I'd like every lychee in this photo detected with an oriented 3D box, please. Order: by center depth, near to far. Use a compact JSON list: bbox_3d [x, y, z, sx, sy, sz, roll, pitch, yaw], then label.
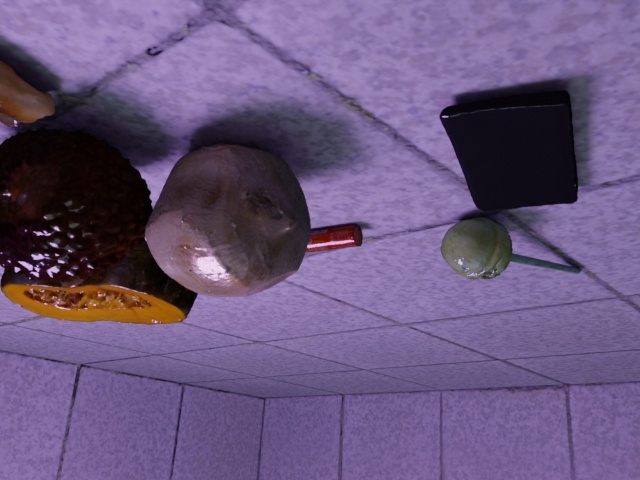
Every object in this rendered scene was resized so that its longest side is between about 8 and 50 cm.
[{"bbox_3d":[-0.289,-0.041,0.740,0.188,0.188,0.188,3,160,1],"label":"lychee"}]

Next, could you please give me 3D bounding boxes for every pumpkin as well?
[{"bbox_3d":[-0.342,0.058,1.049,0.317,0.139,0.222,-3,156,14],"label":"pumpkin"}]

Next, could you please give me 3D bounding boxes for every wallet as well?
[{"bbox_3d":[0.215,-0.091,0.710,0.124,0.025,0.244,-5,159,22],"label":"wallet"}]

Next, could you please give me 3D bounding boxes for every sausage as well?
[{"bbox_3d":[0.000,0.000,0.983,0.129,0.034,0.034,-8,157,27],"label":"sausage"}]

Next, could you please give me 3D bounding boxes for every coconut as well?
[{"bbox_3d":[-0.099,-0.022,0.740,0.194,0.194,0.194,3,160,1],"label":"coconut"}]

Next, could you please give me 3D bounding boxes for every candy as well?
[{"bbox_3d":[0.307,0.030,0.973,0.336,0.092,0.093,12,123,-41],"label":"candy"}]

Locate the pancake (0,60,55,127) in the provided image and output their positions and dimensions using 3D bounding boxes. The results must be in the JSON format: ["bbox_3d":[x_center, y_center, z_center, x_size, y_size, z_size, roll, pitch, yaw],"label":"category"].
[{"bbox_3d":[-0.425,-0.151,0.614,0.244,0.057,0.266,-12,154,36],"label":"pancake"}]
